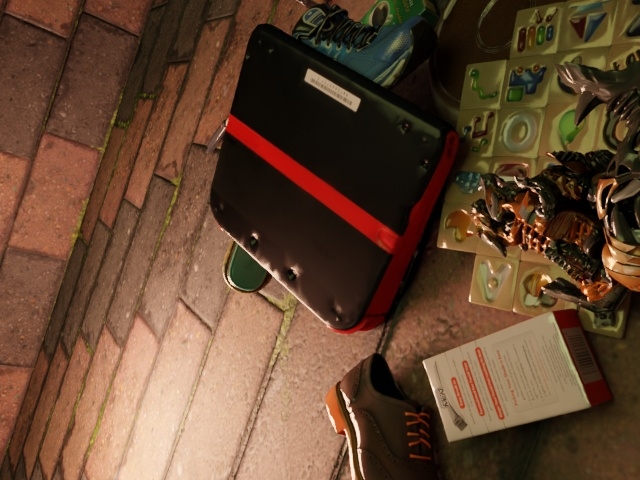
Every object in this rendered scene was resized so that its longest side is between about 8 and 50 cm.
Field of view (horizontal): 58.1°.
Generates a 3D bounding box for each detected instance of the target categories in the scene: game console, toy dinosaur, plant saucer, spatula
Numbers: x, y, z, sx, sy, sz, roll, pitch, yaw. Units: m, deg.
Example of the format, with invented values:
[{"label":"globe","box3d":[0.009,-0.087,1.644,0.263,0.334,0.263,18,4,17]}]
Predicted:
[{"label":"game console","box3d":[-0.013,-0.087,0.838,0.387,0.060,0.341,39,121,31]},{"label":"toy dinosaur","box3d":[0.278,-0.035,0.486,0.322,0.164,0.218,10,106,30]},{"label":"plant saucer","box3d":[0.242,-0.269,0.722,0.311,0.050,0.310,-25,57,46]},{"label":"spatula","box3d":[-0.207,-0.291,1.379,0.296,0.030,0.084,-33,49,44]}]

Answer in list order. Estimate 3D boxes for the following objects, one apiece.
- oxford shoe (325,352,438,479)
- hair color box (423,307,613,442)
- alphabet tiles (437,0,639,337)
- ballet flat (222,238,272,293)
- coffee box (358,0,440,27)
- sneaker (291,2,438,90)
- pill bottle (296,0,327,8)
[{"label":"oxford shoe","box3d":[0.090,0.242,0.674,0.098,0.097,0.271,-55,38,15]},{"label":"hair color box","box3d":[0.194,0.141,0.591,0.167,0.053,0.093,-34,63,41]},{"label":"alphabet tiles","box3d":[0.256,-0.086,0.602,0.285,0.011,0.342,10,91,48]},{"label":"ballet flat","box3d":[-0.086,-0.071,1.053,0.123,0.123,0.348,29,99,55]},{"label":"coffee box","box3d":[0.109,-0.343,0.946,0.184,0.041,0.113,-39,47,40]},{"label":"sneaker","box3d":[0.026,-0.271,0.841,0.130,0.147,0.330,-44,25,-25]},{"label":"pill bottle","box3d":[0.006,-0.574,1.120,0.219,0.123,0.122,-54,38,25]}]
